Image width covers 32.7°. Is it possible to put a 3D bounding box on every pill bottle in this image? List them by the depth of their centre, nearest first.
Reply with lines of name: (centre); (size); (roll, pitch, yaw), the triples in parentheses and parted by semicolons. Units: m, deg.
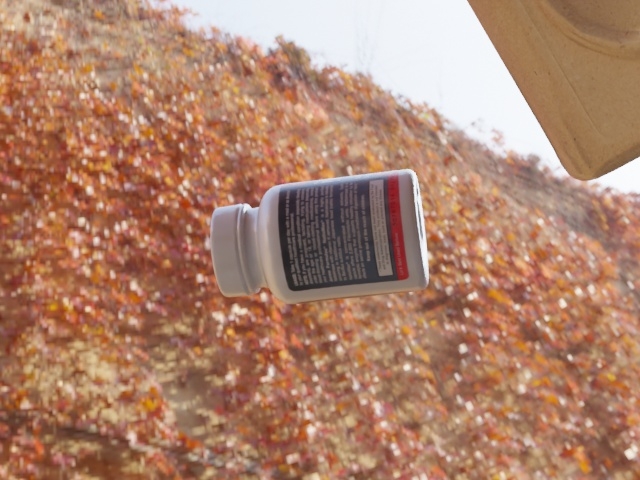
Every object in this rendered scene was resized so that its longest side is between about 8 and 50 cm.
pill bottle: (0.000, 0.000, 0.956); (0.180, 0.108, 0.108); (-6, -53, 8)

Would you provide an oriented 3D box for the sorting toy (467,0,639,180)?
sorting toy: (0.088, -0.135, 0.264); (0.038, 0.193, 0.208); (-28, -3, -37)
